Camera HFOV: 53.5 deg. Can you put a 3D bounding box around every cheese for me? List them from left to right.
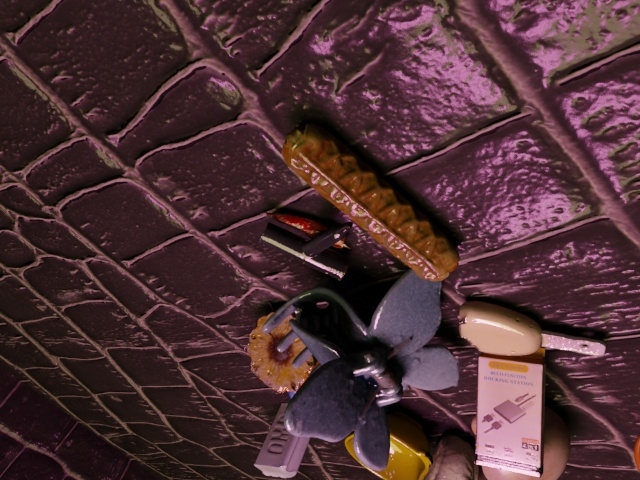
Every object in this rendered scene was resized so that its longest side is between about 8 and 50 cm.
[{"bbox_3d":[0.384,0.178,1.165,0.255,0.050,0.127,10,140,22],"label":"cheese"}]

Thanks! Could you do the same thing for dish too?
[{"bbox_3d":[0.192,0.518,1.636,0.221,0.108,0.262,31,142,7],"label":"dish"}]

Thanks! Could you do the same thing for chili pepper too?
[{"bbox_3d":[-0.021,-0.024,1.188,0.178,0.027,0.045,19,157,10],"label":"chili pepper"}]

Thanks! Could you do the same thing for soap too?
[{"bbox_3d":[-0.094,0.564,1.797,0.119,0.198,0.066,-11,130,40],"label":"soap"}]

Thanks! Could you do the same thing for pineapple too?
[{"bbox_3d":[-0.084,0.240,1.424,0.221,0.221,0.047,2,176,30],"label":"pineapple"}]

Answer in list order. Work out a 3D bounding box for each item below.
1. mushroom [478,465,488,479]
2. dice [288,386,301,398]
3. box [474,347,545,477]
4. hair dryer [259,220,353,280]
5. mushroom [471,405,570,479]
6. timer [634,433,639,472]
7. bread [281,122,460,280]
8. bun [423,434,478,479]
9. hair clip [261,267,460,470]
[{"bbox_3d":[0.402,0.635,1.655,0.087,0.107,0.333,35,143,-26],"label":"mushroom"},{"bbox_3d":[0.016,0.325,1.488,0.146,0.146,0.143,1,138,29],"label":"dice"},{"bbox_3d":[0.369,0.327,1.238,0.129,0.033,0.247,1,93,30],"label":"box"},{"bbox_3d":[-0.012,-0.008,1.128,0.173,0.050,0.195,23,153,-5],"label":"hair dryer"},{"bbox_3d":[0.433,0.433,1.360,0.206,0.209,0.206,1,111,3],"label":"mushroom"},{"bbox_3d":[0.681,0.431,1.255,0.132,0.132,0.152,11,164,20],"label":"timer"},{"bbox_3d":[0.087,-0.058,1.044,0.367,0.077,0.084,40,143,-15],"label":"bread"},{"bbox_3d":[0.324,0.587,1.570,0.118,0.195,0.195,25,143,9],"label":"bun"},{"bbox_3d":[0.073,0.233,1.249,0.238,0.392,0.318,22,154,51],"label":"hair clip"}]
